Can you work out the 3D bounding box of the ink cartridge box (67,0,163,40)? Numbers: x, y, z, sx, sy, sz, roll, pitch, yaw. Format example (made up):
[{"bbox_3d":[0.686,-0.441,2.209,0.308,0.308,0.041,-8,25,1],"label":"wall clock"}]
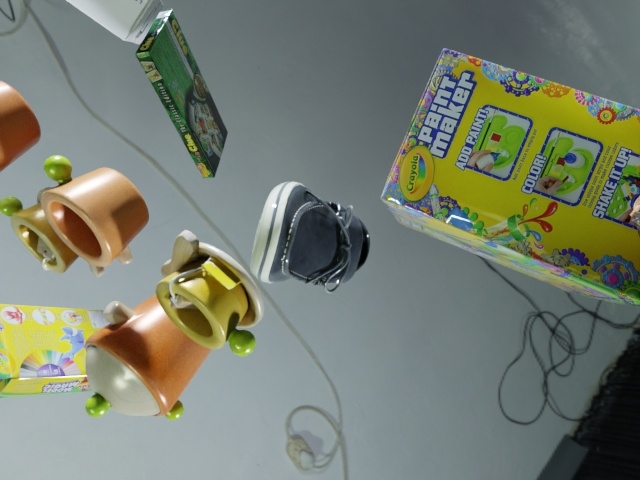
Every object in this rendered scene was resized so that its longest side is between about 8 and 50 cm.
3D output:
[{"bbox_3d":[-0.445,-0.514,1.065,0.202,0.278,0.117,33,98,-22],"label":"ink cartridge box"}]

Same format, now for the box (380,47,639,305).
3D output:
[{"bbox_3d":[0.246,-0.060,0.644,0.280,0.290,0.176,23,92,12],"label":"box"}]

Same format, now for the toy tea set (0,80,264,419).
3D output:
[{"bbox_3d":[-0.214,0.023,0.435,0.336,0.200,0.124,38,52,5],"label":"toy tea set"}]

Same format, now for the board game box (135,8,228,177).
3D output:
[{"bbox_3d":[-0.231,-0.248,0.907,0.031,0.259,0.136,-3,49,15],"label":"board game box"}]

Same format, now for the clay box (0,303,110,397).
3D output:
[{"bbox_3d":[-0.400,0.163,0.776,0.222,0.053,0.127,15,36,-51],"label":"clay box"}]

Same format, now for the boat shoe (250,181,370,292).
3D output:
[{"bbox_3d":[0.000,0.000,1.004,0.156,0.500,0.186,15,91,14],"label":"boat shoe"}]

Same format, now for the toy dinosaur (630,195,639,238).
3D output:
[{"bbox_3d":[0.387,0.036,0.335,0.322,0.218,0.164,10,89,18],"label":"toy dinosaur"}]
